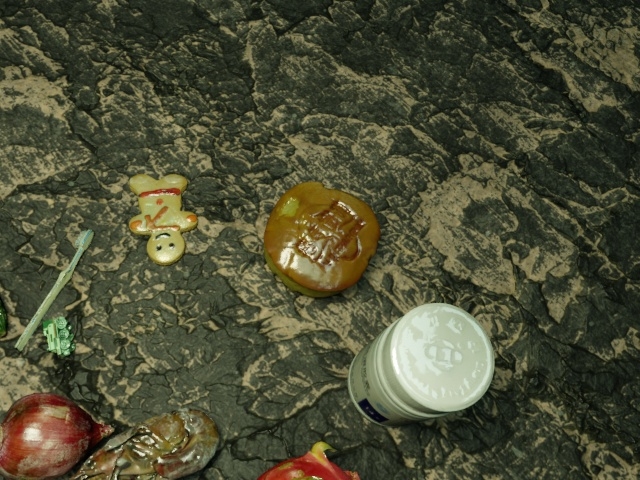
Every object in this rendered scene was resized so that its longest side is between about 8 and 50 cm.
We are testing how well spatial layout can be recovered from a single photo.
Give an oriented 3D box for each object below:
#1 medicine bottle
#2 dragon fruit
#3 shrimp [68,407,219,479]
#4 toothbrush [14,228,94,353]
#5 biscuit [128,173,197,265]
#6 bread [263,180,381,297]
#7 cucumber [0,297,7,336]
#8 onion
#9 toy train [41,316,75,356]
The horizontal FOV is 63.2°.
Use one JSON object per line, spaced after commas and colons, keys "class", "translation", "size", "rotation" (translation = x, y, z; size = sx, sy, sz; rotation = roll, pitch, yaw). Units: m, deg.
{"class": "medicine bottle", "translation": [0.179, 0.252, 1.011], "size": [0.190, 0.332, 0.190], "rotation": [4, 65, -10]}
{"class": "dragon fruit", "translation": [-0.022, 0.494, 0.930], "size": [0.227, 0.224, 0.224], "rotation": [-21, 71, -3]}
{"class": "shrimp", "translation": [-0.348, 0.419, 0.947], "size": [0.343, 0.116, 0.145], "rotation": [-19, 69, -25]}
{"class": "toothbrush", "translation": [-0.558, 0.101, 1.100], "size": [0.028, 0.026, 0.294], "rotation": [11, 63, 14]}
{"class": "biscuit", "translation": [-0.365, -0.053, 1.209], "size": [0.153, 0.030, 0.234], "rotation": [-5, 67, -12]}
{"class": "bread", "translation": [0.000, 0.000, 1.192], "size": [0.270, 0.148, 0.270], "rotation": [4, 66, -9]}
{"class": "cucumber", "translation": [-0.707, 0.079, 1.052], "size": [0.077, 0.077, 0.265], "rotation": [-25, 72, -21]}
{"class": "onion", "translation": [-0.476, 0.355, 0.940], "size": [0.195, 0.159, 0.159], "rotation": [12, 62, -31]}
{"class": "toy train", "translation": [-0.533, 0.197, 1.058], "size": [0.053, 0.033, 0.083], "rotation": [-14, 70, -12]}
